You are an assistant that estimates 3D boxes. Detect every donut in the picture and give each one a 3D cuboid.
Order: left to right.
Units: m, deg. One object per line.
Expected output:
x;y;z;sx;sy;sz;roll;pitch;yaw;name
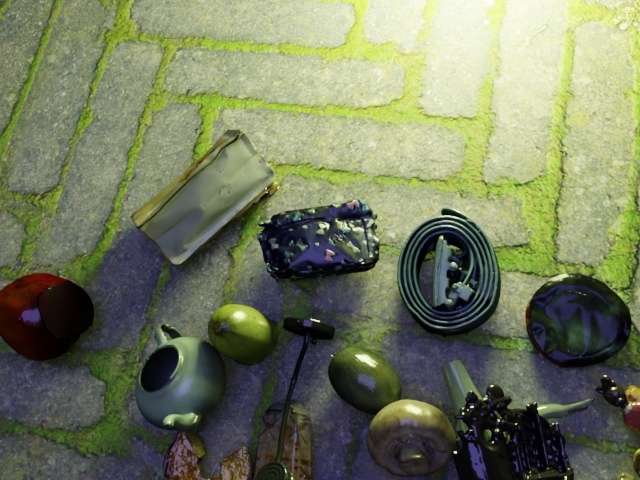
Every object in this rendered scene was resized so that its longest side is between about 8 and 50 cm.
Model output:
-0.223;0.464;1.398;0.181;0.078;0.146;11;73;9;donut

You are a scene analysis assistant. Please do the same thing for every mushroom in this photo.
0.168;0.377;1.314;0.166;0.166;0.127;1;37;10;mushroom

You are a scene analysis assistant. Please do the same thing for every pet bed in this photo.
0.506;0.159;1.395;0.201;0.053;0.201;-3;69;8;pet bed

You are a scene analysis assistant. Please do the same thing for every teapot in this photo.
-0.288;0.281;1.416;0.193;0.129;0.294;-34;41;9;teapot

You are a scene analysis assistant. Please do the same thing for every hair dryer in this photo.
0.352;0.301;1.356;0.267;0.092;0.229;-34;74;-14;hair dryer

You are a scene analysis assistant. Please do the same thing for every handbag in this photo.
0.000;0.000;1.515;0.260;0.113;0.162;-10;74;5;handbag

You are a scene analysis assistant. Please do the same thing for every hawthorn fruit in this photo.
-0.626;0.155;1.529;0.251;0.189;0.189;16;73;20;hawthorn fruit

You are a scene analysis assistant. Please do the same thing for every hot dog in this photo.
-0.076;0.437;1.387;0.131;0.069;0.252;-3;66;19;hot dog

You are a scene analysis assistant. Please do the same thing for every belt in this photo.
0.261;0.061;1.441;0.206;0.116;0.267;-8;71;12;belt

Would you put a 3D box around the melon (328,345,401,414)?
0.083;0.275;1.394;0.167;0.114;0.114;32;78;21;melon

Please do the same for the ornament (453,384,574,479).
0.347;0.387;1.242;0.251;0.106;0.260;3;72;-20;ornament

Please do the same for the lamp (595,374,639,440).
0.618;0.337;1.279;0.118;0.118;0.253;-45;65;-8;lamp

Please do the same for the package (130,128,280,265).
-0.258;-0.090;1.594;0.311;0.221;0.165;-43;108;-9;package

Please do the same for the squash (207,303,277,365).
-0.171;0.186;1.439;0.123;0.186;0.123;-5;72;15;squash

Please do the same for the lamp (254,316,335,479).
-0.072;0.297;1.354;0.130;0.108;0.371;1;48;32;lamp

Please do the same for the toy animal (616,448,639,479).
0.551;0.459;1.216;0.121;0.168;0.233;40;94;20;toy animal
